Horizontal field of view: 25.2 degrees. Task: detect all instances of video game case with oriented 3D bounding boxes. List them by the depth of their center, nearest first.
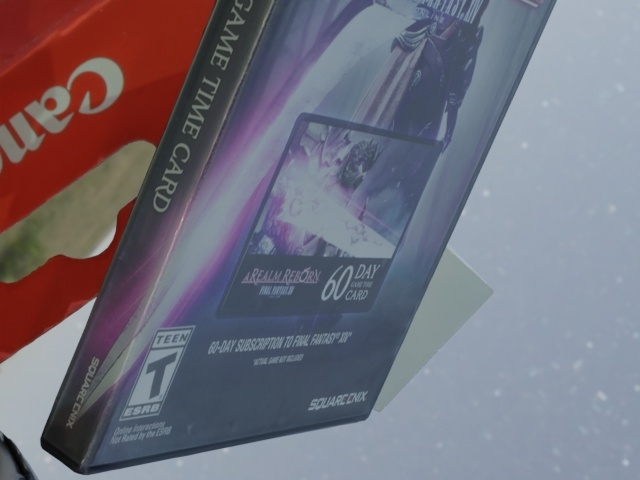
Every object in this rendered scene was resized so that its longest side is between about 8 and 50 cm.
[{"bbox_3d":[0.019,-0.053,0.497,0.196,0.026,0.274,3,114,-61],"label":"video game case"}]

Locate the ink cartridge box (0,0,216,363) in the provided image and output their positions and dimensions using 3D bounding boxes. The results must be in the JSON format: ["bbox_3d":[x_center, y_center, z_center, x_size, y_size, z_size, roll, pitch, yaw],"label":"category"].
[{"bbox_3d":[-0.222,-0.135,0.741,0.308,0.385,0.091,-34,176,10],"label":"ink cartridge box"}]

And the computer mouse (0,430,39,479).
[{"bbox_3d":[-0.070,0.100,0.415,0.242,0.071,0.041,27,-109,39],"label":"computer mouse"}]

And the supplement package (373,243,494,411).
[{"bbox_3d":[0.000,0.000,0.874,0.105,0.105,0.179,-46,-139,3],"label":"supplement package"}]
